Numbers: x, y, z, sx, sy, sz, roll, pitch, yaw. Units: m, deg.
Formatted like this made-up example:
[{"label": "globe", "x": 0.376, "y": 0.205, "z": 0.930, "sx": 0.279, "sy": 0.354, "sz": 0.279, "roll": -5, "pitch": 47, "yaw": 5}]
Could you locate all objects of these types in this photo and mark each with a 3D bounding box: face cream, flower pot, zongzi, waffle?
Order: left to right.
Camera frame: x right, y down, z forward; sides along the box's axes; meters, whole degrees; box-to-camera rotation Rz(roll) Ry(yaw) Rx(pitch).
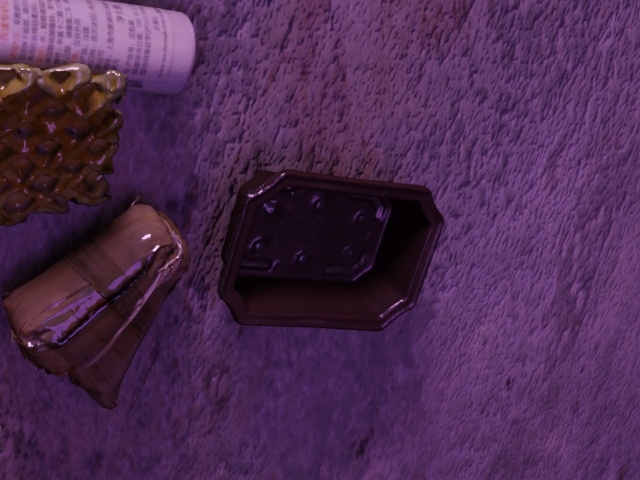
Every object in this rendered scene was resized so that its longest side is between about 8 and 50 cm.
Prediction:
[{"label": "waffle", "x": -0.282, "y": -0.083, "z": 1.006, "sx": 0.204, "sy": 0.054, "sz": 0.223, "roll": -10, "pitch": 150, "yaw": -23}, {"label": "face cream", "x": -0.246, "y": -0.179, "z": 0.997, "sx": 0.269, "sy": 0.082, "sz": 0.082, "roll": 3, "pitch": 114, "yaw": -30}, {"label": "zongzi", "x": -0.200, "y": 0.076, "z": 1.159, "sx": 0.194, "sy": 0.099, "sz": 0.197, "roll": -39, "pitch": 139, "yaw": -5}, {"label": "flower pot", "x": 0.000, "y": 0.000, "z": 1.235, "sx": 0.250, "sy": 0.084, "sz": 0.179, "roll": 5, "pitch": 114, "yaw": -31}]

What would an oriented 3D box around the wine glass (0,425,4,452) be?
[{"label": "wine glass", "x": -0.433, "y": 0.221, "z": 1.086, "sx": 0.241, "sy": 0.126, "sz": 0.126, "roll": -30, "pitch": 127, "yaw": -11}]
